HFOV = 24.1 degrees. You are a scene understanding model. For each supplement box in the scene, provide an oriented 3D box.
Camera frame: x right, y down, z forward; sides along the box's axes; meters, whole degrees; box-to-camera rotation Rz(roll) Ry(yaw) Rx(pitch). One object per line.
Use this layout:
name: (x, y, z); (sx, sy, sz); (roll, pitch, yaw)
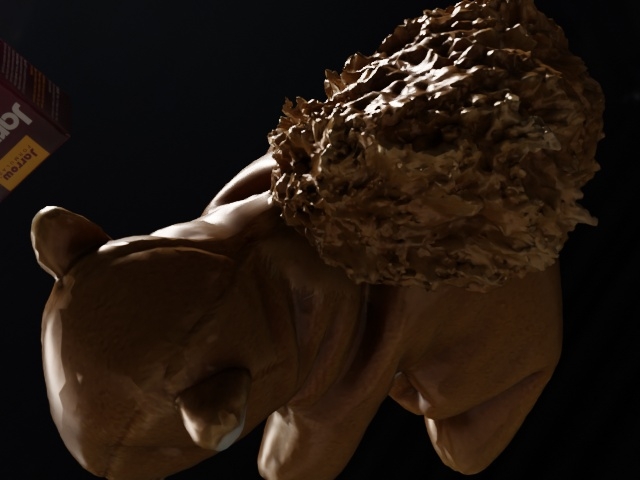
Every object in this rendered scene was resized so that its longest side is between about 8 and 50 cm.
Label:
supplement box: (-0.314, -0.130, 1.275); (0.188, 0.104, 0.081); (41, 17, -27)

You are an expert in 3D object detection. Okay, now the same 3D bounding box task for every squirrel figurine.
squirrel figurine: (0.000, 0.000, 0.974); (0.370, 0.397, 0.281); (-11, 56, -48)
